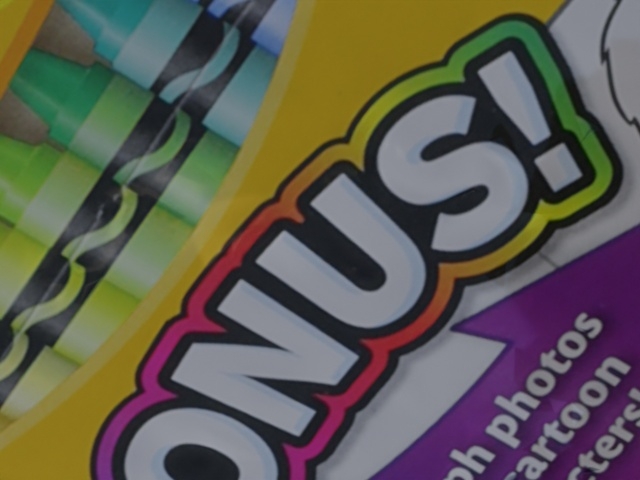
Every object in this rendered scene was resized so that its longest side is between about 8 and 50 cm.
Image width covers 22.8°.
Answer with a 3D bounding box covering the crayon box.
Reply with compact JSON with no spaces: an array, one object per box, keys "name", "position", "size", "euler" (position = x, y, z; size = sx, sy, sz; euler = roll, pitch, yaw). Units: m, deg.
[{"name":"crayon box","position":[0.000,0.000,0.383],"size":[0.363,0.313,0.106],"euler":[-53,-161,18]}]
